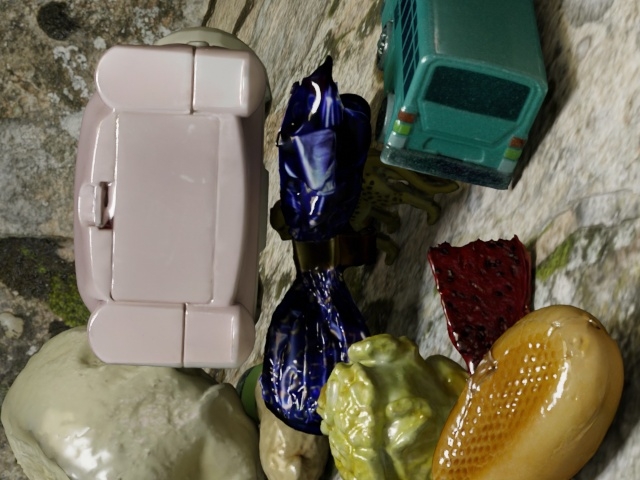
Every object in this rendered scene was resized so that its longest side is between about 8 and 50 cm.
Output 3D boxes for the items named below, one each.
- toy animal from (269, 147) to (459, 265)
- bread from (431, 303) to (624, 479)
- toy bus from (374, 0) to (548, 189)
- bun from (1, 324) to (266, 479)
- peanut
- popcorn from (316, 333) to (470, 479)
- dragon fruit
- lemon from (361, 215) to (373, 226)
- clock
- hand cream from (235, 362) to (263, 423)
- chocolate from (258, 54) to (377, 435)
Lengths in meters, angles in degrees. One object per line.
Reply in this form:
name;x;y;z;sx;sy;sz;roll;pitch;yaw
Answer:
toy animal;0.043;-0.044;1.436;0.181;0.136;0.073;-42;32;58
bread;0.148;0.122;1.007;0.189;0.077;0.114;-57;40;36
toy bus;0.125;-0.178;1.317;0.256;0.128;0.147;-88;14;-49
bun;-0.186;0.242;1.599;0.211;0.360;0.359;-41;5;-22
peanut;-0.029;0.191;1.509;0.187;0.082;0.082;-102;35;-59
popcorn;0.057;0.149;1.168;0.162;0.141;0.136;2;65;32
dragon fruit;0.128;0.066;1.161;0.063;0.097;0.131;125;139;-52
lemon;0.027;-0.037;1.610;0.092;0.065;0.065;-36;37;48
clock;-0.129;-0.039;1.410;0.326;0.184;0.342;-65;-17;-84
hand cream;-0.053;0.176;1.666;0.175;0.046;0.095;-13;58;64
chocolate;0.002;-0.003;1.331;0.126;0.148;0.343;15;115;40
